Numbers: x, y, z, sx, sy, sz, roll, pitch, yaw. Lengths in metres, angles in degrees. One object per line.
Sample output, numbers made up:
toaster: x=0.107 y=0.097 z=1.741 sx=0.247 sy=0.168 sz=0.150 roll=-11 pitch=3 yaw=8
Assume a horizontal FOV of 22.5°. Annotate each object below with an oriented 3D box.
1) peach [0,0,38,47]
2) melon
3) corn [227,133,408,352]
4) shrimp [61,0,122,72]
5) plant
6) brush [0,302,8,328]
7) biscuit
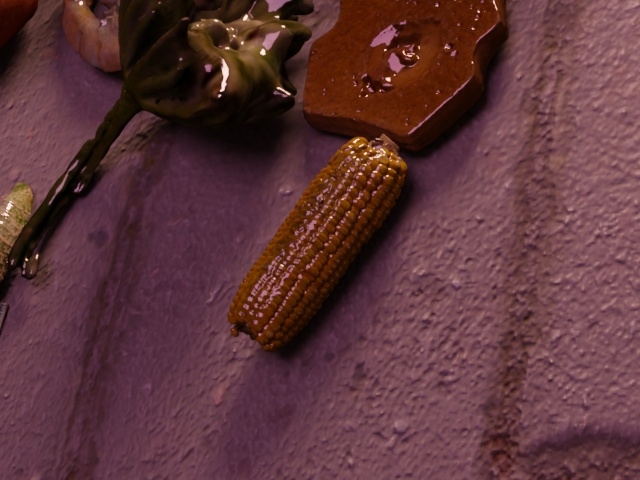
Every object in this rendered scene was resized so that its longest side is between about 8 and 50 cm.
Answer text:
peach: x=-0.404 y=-0.275 z=1.628 sx=0.235 sy=0.214 sz=0.214 roll=-16 pitch=52 yaw=47
melon: x=-0.326 y=0.022 z=1.504 sx=0.182 sy=0.054 sz=0.098 roll=-50 pitch=27 yaw=-6
corn: x=0.000 y=0.000 z=1.302 sx=0.068 sy=0.068 sz=0.207 roll=28 pitch=77 yaw=39
shrimp: x=-0.202 y=-0.262 z=1.600 sx=0.145 sy=0.059 sz=0.254 roll=-38 pitch=53 yaw=18
plant: x=-0.175 y=-0.153 z=1.446 sx=0.333 sy=0.180 sz=0.251 roll=-27 pitch=28 yaw=25
brush: x=-0.303 y=0.093 z=1.463 sx=0.016 sy=0.013 sz=0.084 roll=-2 pitch=62 yaw=28
biscuit: x=0.083 y=-0.179 z=1.385 sx=0.182 sy=0.034 sz=0.215 roll=17 pitch=73 yaw=39
